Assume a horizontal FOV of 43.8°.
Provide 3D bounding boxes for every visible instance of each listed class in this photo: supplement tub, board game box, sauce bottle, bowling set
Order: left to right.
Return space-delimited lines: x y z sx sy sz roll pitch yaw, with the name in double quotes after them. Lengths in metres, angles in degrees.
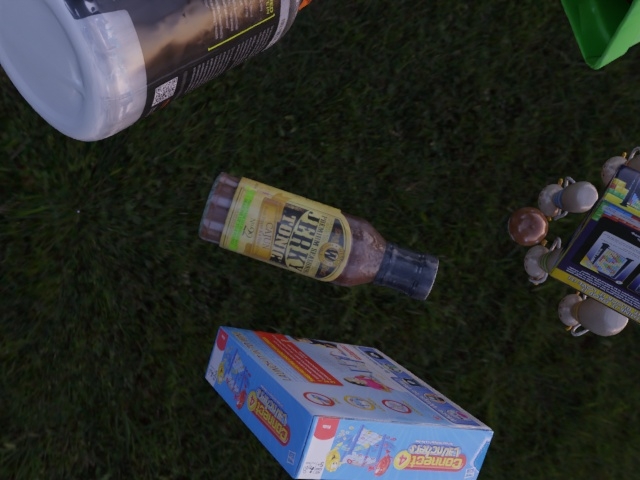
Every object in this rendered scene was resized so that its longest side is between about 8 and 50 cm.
-0.163 -0.265 0.851 0.338 0.207 0.207 -38 103 -34 "supplement tub"
0.000 0.000 1.158 0.344 0.111 0.111 17 87 -2 "sauce bottle"
0.031 0.234 1.150 0.302 0.308 0.086 12 99 -31 "board game box"
0.349 -0.019 1.142 0.200 0.154 0.287 18 87 -9 "bowling set"
0.307 0.024 0.698 0.170 0.141 0.048 30 64 11 "board game box"

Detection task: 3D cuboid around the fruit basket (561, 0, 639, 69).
0.232 -0.382 0.797 0.392 0.283 0.392 0 73 1 "fruit basket"
